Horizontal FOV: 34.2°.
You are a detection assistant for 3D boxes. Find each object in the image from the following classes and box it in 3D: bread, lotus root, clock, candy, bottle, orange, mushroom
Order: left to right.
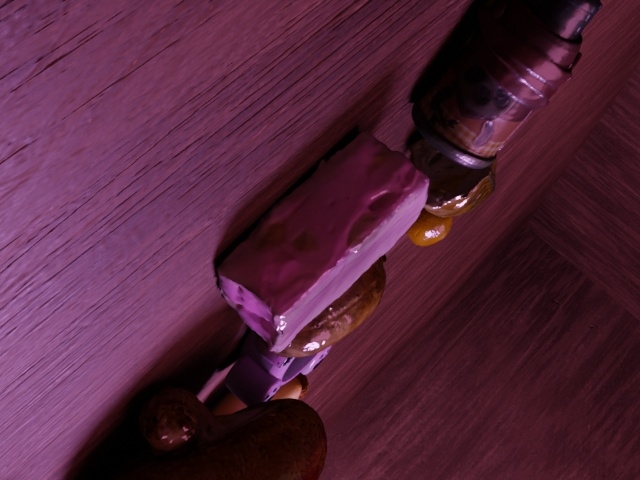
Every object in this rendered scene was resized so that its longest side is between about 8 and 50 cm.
[{"bbox_3d":[-0.161,0.335,1.454,0.345,0.345,0.239,74,18,-76],"label":"mushroom"},{"bbox_3d":[-0.125,0.295,1.764,0.147,0.098,0.217,-56,168,27],"label":"bread"},{"bbox_3d":[-0.031,0.132,1.622,0.248,0.090,0.227,-57,165,29],"label":"clock"},{"bbox_3d":[0.000,0.000,1.262,0.265,0.116,0.155,-42,169,-18],"label":"candy"},{"bbox_3d":[0.011,0.060,1.424,0.260,0.128,0.145,-40,126,-37],"label":"lotus root"},{"bbox_3d":[0.195,-0.033,1.894,0.085,0.085,0.095,-36,160,-45],"label":"orange"},{"bbox_3d":[0.208,-0.109,1.610,0.152,0.130,0.267,-54,169,5],"label":"bread"},{"bbox_3d":[0.236,-0.230,1.322,0.156,0.143,0.271,18,124,-34],"label":"bottle"}]

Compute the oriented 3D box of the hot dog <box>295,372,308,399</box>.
[{"bbox_3d":[-0.079,0.305,2.041,0.099,0.065,0.147,-43,173,25],"label":"hot dog"}]
